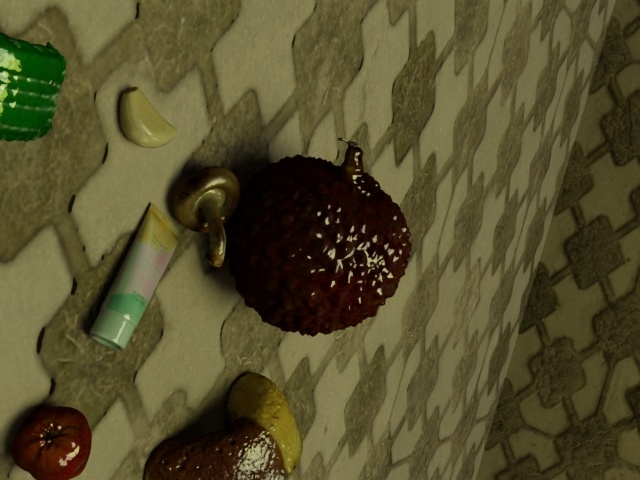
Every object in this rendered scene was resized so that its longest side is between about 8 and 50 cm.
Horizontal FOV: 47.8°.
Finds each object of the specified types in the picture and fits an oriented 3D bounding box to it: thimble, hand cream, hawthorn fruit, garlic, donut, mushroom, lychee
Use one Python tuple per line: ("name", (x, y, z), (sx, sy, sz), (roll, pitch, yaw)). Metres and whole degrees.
("thimble", (-0.287, -0.138, 0.612), (0.130, 0.118, 0.090), (9, 102, -41))
("hand cream", (-0.225, 0.046, 0.887), (0.076, 0.047, 0.174), (56, 49, -52))
("hawthorn fruit", (-0.303, 0.234, 0.825), (0.093, 0.093, 0.093), (-34, 133, -47))
("garlic", (-0.201, -0.135, 0.829), (0.053, 0.041, 0.083), (-62, 141, -26))
("donut", (-0.126, 0.310, 1.089), (0.295, 0.151, 0.112), (-38, 126, -43))
("mushroom", (-0.148, -0.030, 0.932), (0.088, 0.072, 0.130), (5, 84, -49))
("lychee", (0.000, 0.000, 1.011), (0.264, 0.264, 0.300), (-24, 143, -52))
